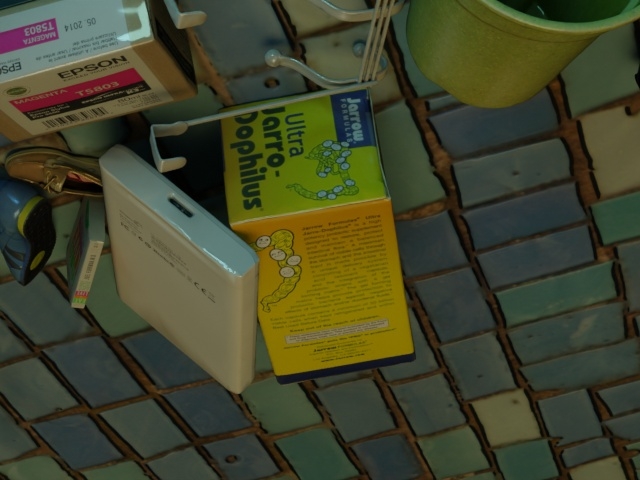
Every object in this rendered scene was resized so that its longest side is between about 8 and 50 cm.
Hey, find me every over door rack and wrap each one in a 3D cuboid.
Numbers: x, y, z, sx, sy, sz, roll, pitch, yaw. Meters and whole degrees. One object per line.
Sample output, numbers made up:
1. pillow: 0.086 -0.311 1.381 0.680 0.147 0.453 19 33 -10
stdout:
1. over door rack: -0.051 -0.238 1.602 0.324 0.108 0.239 -24 149 -27

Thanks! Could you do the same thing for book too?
1. book: -0.304 0.009 1.922 0.035 0.096 0.144 7 139 -17

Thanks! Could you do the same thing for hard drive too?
1. hard drive: -0.176 0.046 1.868 0.047 0.233 0.353 -45 163 -24

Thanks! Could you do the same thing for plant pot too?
1. plant pot: 0.206 -0.274 1.548 0.276 0.276 0.254 1 156 -12

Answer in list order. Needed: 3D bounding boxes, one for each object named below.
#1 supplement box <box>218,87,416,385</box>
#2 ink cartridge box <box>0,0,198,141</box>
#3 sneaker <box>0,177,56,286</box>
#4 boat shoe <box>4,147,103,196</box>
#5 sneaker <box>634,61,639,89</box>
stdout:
1. supplement box: 0.000 0.000 1.890 0.195 0.194 0.356 -10 141 2
2. ink cartridge box: -0.273 -0.198 1.623 0.234 0.088 0.193 -14 167 7
3. sneaker: -0.397 -0.016 1.913 0.082 0.069 0.209 30 151 9
4. boat shoe: -0.328 -0.082 1.843 0.135 0.045 0.050 4 140 -16
5. sneaker: 0.440 -0.267 1.742 0.081 0.090 0.232 13 116 -24
